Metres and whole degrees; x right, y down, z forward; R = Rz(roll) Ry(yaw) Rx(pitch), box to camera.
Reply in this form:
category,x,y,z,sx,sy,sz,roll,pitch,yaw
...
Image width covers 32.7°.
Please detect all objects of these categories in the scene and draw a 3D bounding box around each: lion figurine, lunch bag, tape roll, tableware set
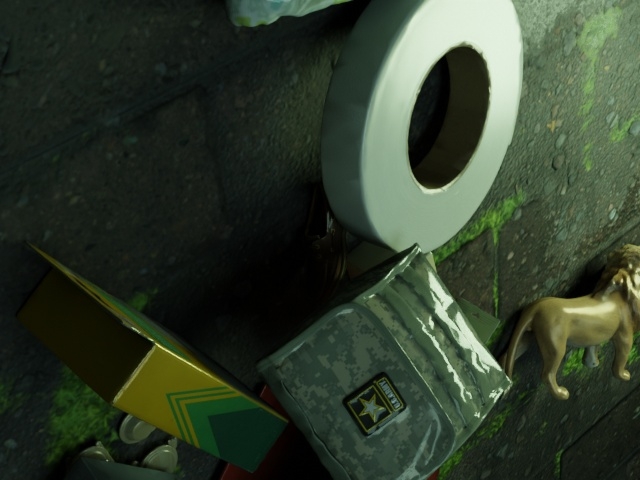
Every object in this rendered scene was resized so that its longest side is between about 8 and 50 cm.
category,x,y,z,sx,sy,sz,roll,pitch,yaw
lion figurine,0.477,0.151,2.016,0.392,0.142,0.240,-14,116,-36
lunch bag,0.073,0.175,1.361,0.235,0.169,0.287,56,43,-3
tape roll,0.147,-0.171,1.464,0.392,0.072,0.392,-29,128,-43
tableware set,-0.258,0.291,1.419,0.168,0.020,0.141,-32,134,-28

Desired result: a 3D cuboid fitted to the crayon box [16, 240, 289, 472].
category,x,y,z,sx,sy,sz,roll,pitch,yaw
crayon box,-0.201,0.139,1.238,0.083,0.203,0.323,-54,140,-5

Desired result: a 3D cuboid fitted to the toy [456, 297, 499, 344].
category,x,y,z,sx,sy,sz,roll,pitch,yaw
toy,0.213,0.222,1.775,0.056,0.137,0.237,33,90,-25

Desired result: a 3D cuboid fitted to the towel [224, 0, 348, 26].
category,x,y,z,sx,sy,sz,roll,pitch,yaw
towel,0.047,-0.431,1.212,0.374,0.090,0.321,-23,125,-33

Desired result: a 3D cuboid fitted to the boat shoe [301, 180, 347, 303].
category,x,y,z,sx,sy,sz,roll,pitch,yaw
boat shoe,0.000,0.000,1.477,0.060,0.064,0.178,-1,108,-41

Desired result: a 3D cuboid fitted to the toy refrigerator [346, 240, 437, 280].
category,x,y,z,sx,sy,sz,roll,pitch,yaw
toy refrigerator,0.129,0.110,1.647,0.094,0.102,0.269,-40,137,-22

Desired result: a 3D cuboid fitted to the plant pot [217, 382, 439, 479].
category,x,y,z,sx,sy,sz,roll,pitch,yaw
plant pot,0.028,0.372,1.601,0.235,0.267,0.267,12,105,-62

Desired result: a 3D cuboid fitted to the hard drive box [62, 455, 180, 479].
category,x,y,z,sx,sy,sz,roll,pitch,yaw
hard drive box,-0.285,0.400,1.380,0.232,0.089,0.181,-54,141,6
